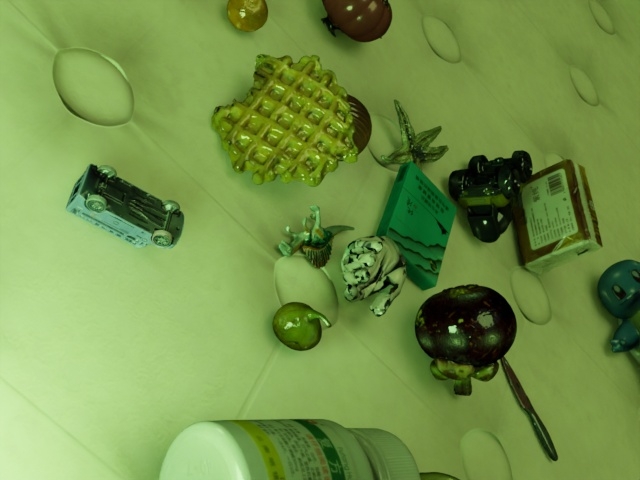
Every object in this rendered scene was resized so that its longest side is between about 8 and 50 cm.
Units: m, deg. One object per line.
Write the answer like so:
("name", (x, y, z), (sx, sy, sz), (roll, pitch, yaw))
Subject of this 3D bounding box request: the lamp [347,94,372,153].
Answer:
("lamp", (0.032, -0.218, 1.729), (0.136, 0.136, 0.136), (24, 50, -33))

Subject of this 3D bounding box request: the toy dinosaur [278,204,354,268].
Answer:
("toy dinosaur", (-0.002, 0.001, 1.636), (0.187, 0.044, 0.106), (26, 62, -49))

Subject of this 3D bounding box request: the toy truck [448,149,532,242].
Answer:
("toy truck", (0.398, -0.104, 2.038), (0.224, 0.147, 0.165), (-39, 119, -52))

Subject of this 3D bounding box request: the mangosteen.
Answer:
("mangosteen", (0.276, 0.192, 1.696), (0.192, 0.192, 0.217), (-12, 99, -48))

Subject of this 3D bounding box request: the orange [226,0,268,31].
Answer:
("orange", (-0.143, -0.447, 1.747), (0.083, 0.070, 0.083), (11, 64, -24))

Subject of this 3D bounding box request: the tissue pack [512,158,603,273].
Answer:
("tissue pack", (0.546, -0.055, 2.104), (0.092, 0.183, 0.226), (21, 53, -41))

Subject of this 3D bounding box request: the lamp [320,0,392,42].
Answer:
("lamp", (0.073, -0.511, 1.962), (0.182, 0.140, 0.182), (43, 24, -25))

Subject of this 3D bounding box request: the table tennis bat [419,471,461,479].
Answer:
("table tennis bat", (0.180, 0.550, 1.400), (0.224, 0.054, 0.368), (-5, 82, -7))

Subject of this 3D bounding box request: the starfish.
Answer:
("starfish", (0.200, -0.204, 1.947), (0.224, 0.050, 0.216), (-22, 101, -46))

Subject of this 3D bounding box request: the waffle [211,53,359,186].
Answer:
("waffle", (-0.066, -0.220, 1.618), (0.291, 0.051, 0.291), (4, 68, -11))

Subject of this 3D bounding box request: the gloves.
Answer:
("gloves", (0.085, 0.061, 1.634), (0.212, 0.111, 0.127), (-26, 112, -53))

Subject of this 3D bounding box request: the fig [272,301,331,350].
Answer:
("fig", (-0.031, 0.135, 1.473), (0.082, 0.098, 0.084), (-15, 65, -47))

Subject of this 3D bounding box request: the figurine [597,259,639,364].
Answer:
("figurine", (0.876, 0.224, 2.241), (0.416, 0.298, 0.243), (48, 7, -15))

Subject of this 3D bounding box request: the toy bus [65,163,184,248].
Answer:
("toy bus", (-0.289, -0.043, 1.342), (0.167, 0.076, 0.073), (31, 46, -26))

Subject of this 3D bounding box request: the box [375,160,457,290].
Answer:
("box", (0.198, -0.032, 1.834), (0.161, 0.042, 0.226), (43, 46, -23))

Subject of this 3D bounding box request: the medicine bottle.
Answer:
("medicine bottle", (-0.033, 0.353, 1.247), (0.340, 0.208, 0.208), (9, 60, -41))

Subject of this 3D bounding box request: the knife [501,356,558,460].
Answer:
("knife", (0.429, 0.346, 1.867), (0.035, 0.018, 0.247), (-17, 76, -46))
